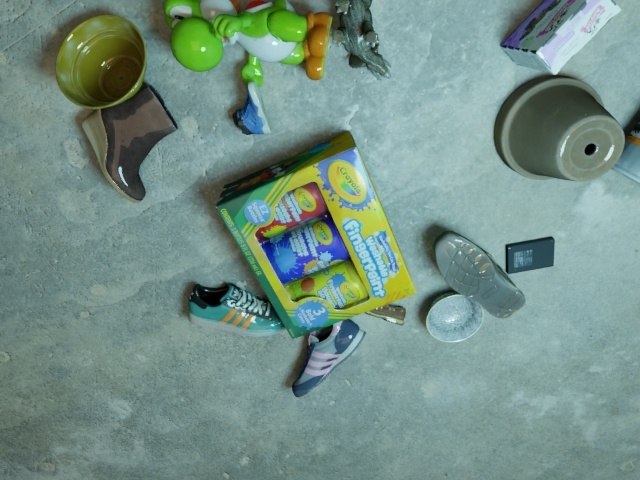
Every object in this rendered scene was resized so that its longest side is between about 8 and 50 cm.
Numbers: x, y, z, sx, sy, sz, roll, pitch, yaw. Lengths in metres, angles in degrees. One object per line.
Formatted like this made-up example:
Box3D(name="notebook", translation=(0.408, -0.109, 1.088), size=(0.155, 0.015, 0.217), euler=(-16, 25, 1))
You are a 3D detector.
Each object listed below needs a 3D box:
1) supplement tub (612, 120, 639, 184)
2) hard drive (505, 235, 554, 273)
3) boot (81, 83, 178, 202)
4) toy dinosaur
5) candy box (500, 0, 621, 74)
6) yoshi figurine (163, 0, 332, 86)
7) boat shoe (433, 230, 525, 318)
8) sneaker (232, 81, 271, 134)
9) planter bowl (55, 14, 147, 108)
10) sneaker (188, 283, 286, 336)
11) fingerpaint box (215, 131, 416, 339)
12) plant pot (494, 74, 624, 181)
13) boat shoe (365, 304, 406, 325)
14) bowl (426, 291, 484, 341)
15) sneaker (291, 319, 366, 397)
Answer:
Box3D(name="supplement tub", translation=(0.883, -0.268, 1.141), size=(0.194, 0.193, 0.315), euler=(24, 112, -13))
Box3D(name="hard drive", translation=(0.611, 0.044, 1.377), size=(0.135, 0.022, 0.094), euler=(-10, 116, 3))
Box3D(name="boot", translation=(-0.443, -0.231, 1.162), size=(0.207, 0.090, 0.248), euler=(-21, 112, 10))
Box3D(name="toy dinosaur", translation=(0.077, -0.497, 1.029), size=(0.121, 0.160, 0.313), euler=(-11, 111, 9))
Box3D(name="candy box", translation=(0.511, -0.459, 1.030), size=(0.070, 0.196, 0.165), euler=(38, 108, -19))
Box3D(name="yoshi figurine", translation=(-0.166, -0.424, 1.027), size=(0.363, 0.203, 0.203), euler=(9, 122, -4))
Box3D(name="boat shoe", translation=(0.432, 0.086, 1.334), size=(0.132, 0.130, 0.355), euler=(-39, 117, 19))
Box3D(name="sneaker", translation=(-0.175, -0.309, 1.130), size=(0.085, 0.058, 0.152), euler=(-8, 152, 5))
Box3D(name="planter bowl", translation=(-0.470, -0.384, 1.067), size=(0.217, 0.090, 0.217), euler=(-1, 82, 10))
Box3D(name="sneaker", translation=(-0.233, 0.195, 1.370), size=(0.303, 0.108, 0.121), euler=(7, 120, -4))
Box3D(name="fingerpaint box", translation=(0.000, 0.000, 1.253), size=(0.371, 0.163, 0.444), euler=(-22, 115, 8))
Box3D(name="plant pot", translation=(0.582, -0.243, 1.123), size=(0.263, 0.229, 0.262), euler=(-1, 117, -3))
Box3D(name="boat shoe", translation=(0.176, 0.203, 1.423), size=(0.178, 0.064, 0.060), euler=(20, 83, -13))
Box3D(name="bowl", translation=(0.394, 0.214, 1.420), size=(0.170, 0.080, 0.170), euler=(-1, 117, -2))
Box3D(name="sneaker", translation=(-0.006, 0.352, 1.472), size=(0.131, 0.112, 0.319), euler=(41, 106, -2))
